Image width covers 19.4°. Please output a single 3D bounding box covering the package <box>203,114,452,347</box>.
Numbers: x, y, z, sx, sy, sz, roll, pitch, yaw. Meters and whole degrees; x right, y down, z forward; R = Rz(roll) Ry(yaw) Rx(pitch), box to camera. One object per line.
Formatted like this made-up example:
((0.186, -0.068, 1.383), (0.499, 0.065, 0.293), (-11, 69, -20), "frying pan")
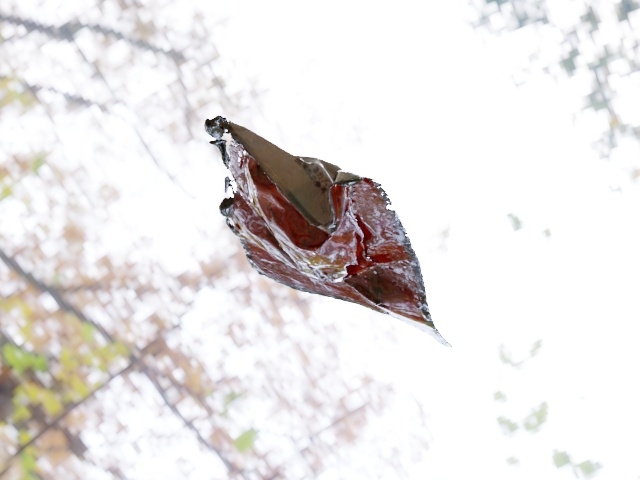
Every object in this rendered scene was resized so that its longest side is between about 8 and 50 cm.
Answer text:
((0.000, 0.000, 1.438), (0.194, 0.269, 0.071), (31, -113, 23), "package")
